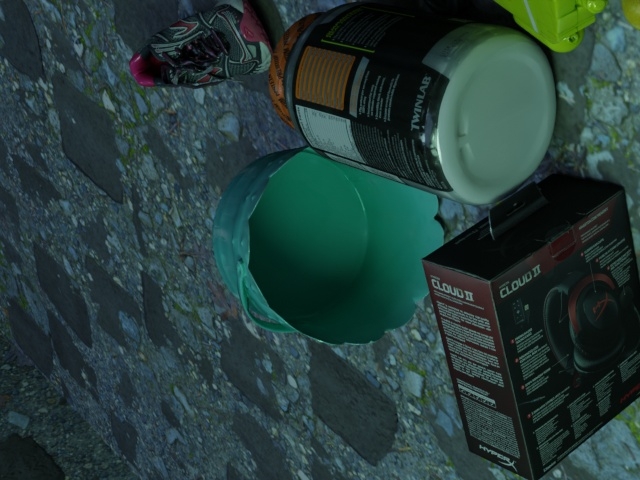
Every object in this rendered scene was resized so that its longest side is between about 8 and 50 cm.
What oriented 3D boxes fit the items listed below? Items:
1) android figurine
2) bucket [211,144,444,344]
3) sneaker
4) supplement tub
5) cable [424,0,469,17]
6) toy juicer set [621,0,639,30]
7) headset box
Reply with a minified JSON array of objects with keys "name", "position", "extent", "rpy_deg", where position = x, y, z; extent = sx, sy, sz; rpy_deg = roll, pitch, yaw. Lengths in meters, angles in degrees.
[{"name":"android figurine","position":[0.187,-0.289,1.208],"extent":[0.248,0.056,0.273],"rpy_deg":[62,175,-31]},{"name":"bucket","position":[0.000,0.000,1.665],"extent":[0.183,0.281,0.281],"rpy_deg":[7,123,65]},{"name":"sneaker","position":[-0.169,-0.269,1.830],"extent":[0.299,0.112,0.120],"rpy_deg":[-8,110,59]},{"name":"supplement tub","position":[0.093,-0.164,1.433],"extent":[0.316,0.194,0.193],"rpy_deg":[24,136,48]},{"name":"cable","position":[0.081,-0.382,1.407],"extent":[0.287,0.072,0.139],"rpy_deg":[45,151,3]},{"name":"toy juicer set","position":[0.322,-0.245,1.106],"extent":[0.329,0.089,0.209],"rpy_deg":[37,144,34]},{"name":"headset box","position":[0.244,0.079,1.402],"extent":[0.110,0.218,0.293],"rpy_deg":[19,133,50]}]
